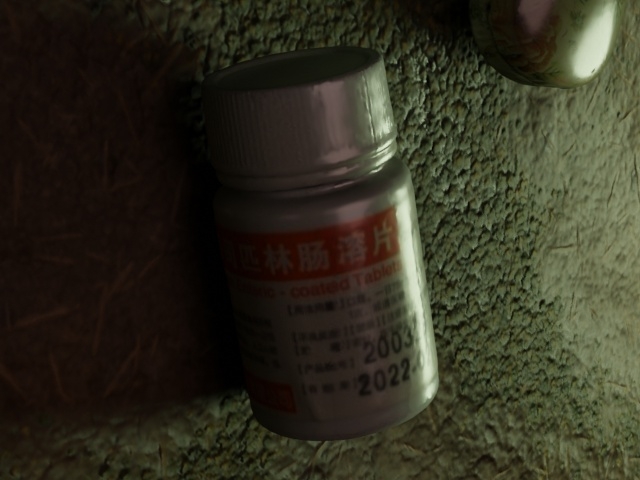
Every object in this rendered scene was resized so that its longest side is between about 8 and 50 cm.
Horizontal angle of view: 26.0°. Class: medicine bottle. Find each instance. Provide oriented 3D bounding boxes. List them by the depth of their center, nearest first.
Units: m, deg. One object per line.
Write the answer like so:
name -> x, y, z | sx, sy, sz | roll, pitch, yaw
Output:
medicine bottle -> 0.000, 0.000, 0.960 | 0.144, 0.144, 0.252 | -22, 111, -42

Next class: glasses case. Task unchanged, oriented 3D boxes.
glasses case -> 0.219, -0.338, 1.165 | 0.156, 0.098, 0.425 | 14, 86, -44
